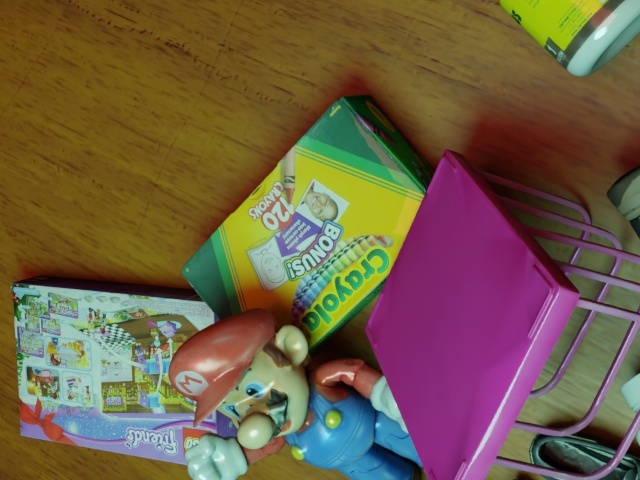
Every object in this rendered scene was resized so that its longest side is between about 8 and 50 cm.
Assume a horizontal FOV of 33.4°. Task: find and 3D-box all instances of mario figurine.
[{"bbox_3d":[-0.010,0.196,1.060,0.320,0.170,0.198,31,83,-20],"label":"mario figurine"}]

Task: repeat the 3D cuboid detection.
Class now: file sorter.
[{"bbox_3d":[0.186,0.084,0.927,0.182,0.290,0.202,16,110,-17],"label":"file sorter"}]

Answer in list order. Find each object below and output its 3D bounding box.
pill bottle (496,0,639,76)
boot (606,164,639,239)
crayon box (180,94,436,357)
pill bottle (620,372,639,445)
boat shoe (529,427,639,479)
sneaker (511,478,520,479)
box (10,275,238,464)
[{"bbox_3d":[0.202,-0.259,0.970,0.215,0.117,0.117,48,115,11],"label":"pill bottle"},{"bbox_3d":[0.461,-0.007,0.880,0.377,0.138,0.284,-28,86,31],"label":"boot"},{"bbox_3d":[0.000,0.000,1.134,0.165,0.081,0.278,49,115,10],"label":"crayon box"},{"bbox_3d":[0.352,0.193,0.984,0.094,0.094,0.169,-41,65,26],"label":"pill bottle"},{"bbox_3d":[0.298,0.245,1.036,0.206,0.065,0.075,26,87,21],"label":"boat shoe"},{"bbox_3d":[0.138,0.312,1.132,0.234,0.078,0.106,-24,84,25],"label":"sneaker"},{"bbox_3d":[-0.238,0.154,1.290,0.293,0.057,0.201,4,101,25],"label":"box"}]
